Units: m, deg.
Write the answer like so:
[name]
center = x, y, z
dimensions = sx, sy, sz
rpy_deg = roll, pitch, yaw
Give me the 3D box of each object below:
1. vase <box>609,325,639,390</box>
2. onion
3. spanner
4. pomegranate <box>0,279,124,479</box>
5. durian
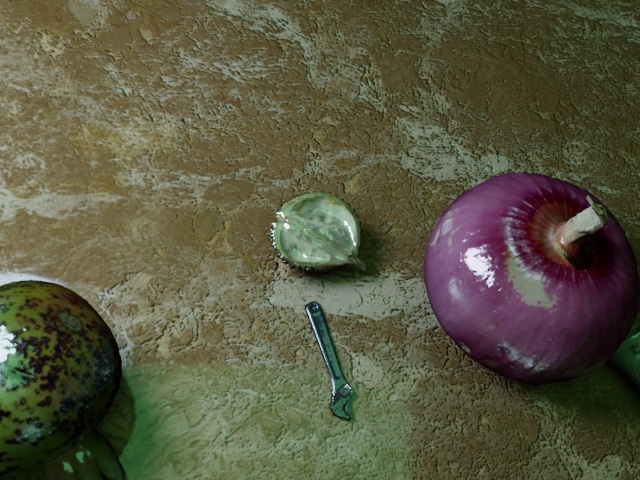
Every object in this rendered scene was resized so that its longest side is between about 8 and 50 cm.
[vase]
center = 0.585, 0.253, 1.277
dimensions = 0.096, 0.096, 0.219
rpy_deg = -29, 76, -20
[onion]
center = 0.366, 0.049, 1.223
dimensions = 0.358, 0.345, 0.358
rpy_deg = 21, 59, -40
[spanner]
center = 0.013, 0.196, 1.249
dimensions = 0.046, 0.012, 0.208
rpy_deg = -14, 68, -14
[pomegranate]
center = -0.386, 0.229, 1.056
dimensions = 0.285, 0.285, 0.340
rpy_deg = -37, 110, -22
[durian]
center = 0.000, 0.000, 1.296
dimensions = 0.189, 0.091, 0.148
rpy_deg = 32, 77, 2
